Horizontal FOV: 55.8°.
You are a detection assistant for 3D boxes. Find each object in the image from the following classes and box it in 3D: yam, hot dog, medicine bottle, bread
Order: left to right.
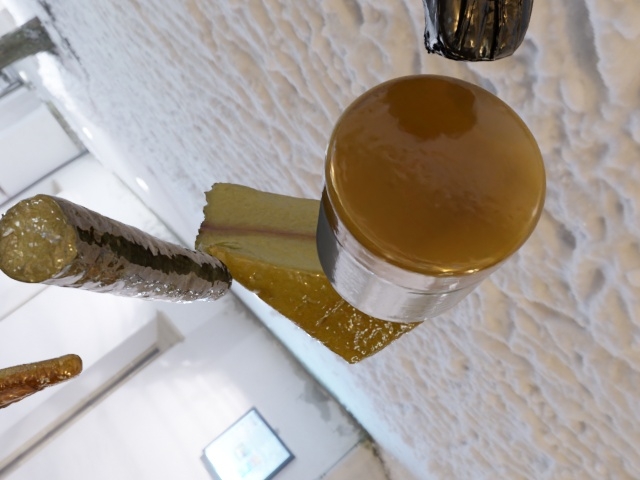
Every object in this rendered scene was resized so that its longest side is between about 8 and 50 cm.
[{"bbox_3d":[-0.293,0.138,0.566,0.028,0.137,0.044,62,149,27],"label":"hot dog"},{"bbox_3d":[-0.145,0.020,0.495,0.061,0.061,0.274,47,-177,17],"label":"yam"},{"bbox_3d":[0.000,0.000,0.997,0.361,0.245,0.233,36,-153,-26],"label":"bread"},{"bbox_3d":[0.116,-0.038,0.732,0.238,0.238,0.232,48,165,14],"label":"medicine bottle"}]

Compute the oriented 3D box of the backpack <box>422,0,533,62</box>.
[{"bbox_3d":[0.149,-0.262,0.593,0.106,0.119,0.165,-124,38,-67],"label":"backpack"}]
